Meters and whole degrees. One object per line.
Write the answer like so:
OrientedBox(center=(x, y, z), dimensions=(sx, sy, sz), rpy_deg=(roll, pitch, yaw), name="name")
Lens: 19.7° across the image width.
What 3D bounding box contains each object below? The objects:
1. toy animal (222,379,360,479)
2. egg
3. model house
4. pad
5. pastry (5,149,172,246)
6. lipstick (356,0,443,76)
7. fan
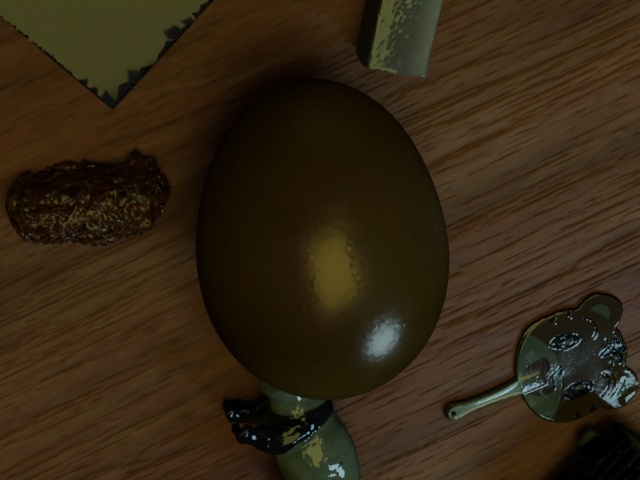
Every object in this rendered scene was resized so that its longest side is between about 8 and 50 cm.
OrientedBox(center=(-0.029, 0.215, 1.987), dimensions=(0.121, 0.094, 0.225), rpy_deg=(-22, 114, -4), name="toy animal")
OrientedBox(center=(0.000, 0.000, 1.813), dimensions=(0.250, 0.250, 0.323), rpy_deg=(-11, 110, -7), name="egg")
OrientedBox(center=(0.340, 0.330, 2.111), dimensions=(0.211, 0.170, 0.194), rpy_deg=(45, 107, 4), name="model house")
OrientedBox(center=(-0.182, -0.266, 1.796), dimensions=(0.170, 0.006, 0.245), rpy_deg=(40, 100, -22), name="pad")
OrientedBox(center=(-0.232, -0.034, 1.854), dimensions=(0.169, 0.063, 0.087), rpy_deg=(-10, 112, -6), name="pastry")
OrientedBox(center=(0.100, -0.321, 1.798), dimensions=(0.068, 0.066, 0.317), rpy_deg=(7, 112, -15), name="lipstick")
OrientedBox(center=(0.245, 0.153, 2.064), dimensions=(0.226, 0.008, 0.153), rpy_deg=(-20, 116, -4), name="fan")
